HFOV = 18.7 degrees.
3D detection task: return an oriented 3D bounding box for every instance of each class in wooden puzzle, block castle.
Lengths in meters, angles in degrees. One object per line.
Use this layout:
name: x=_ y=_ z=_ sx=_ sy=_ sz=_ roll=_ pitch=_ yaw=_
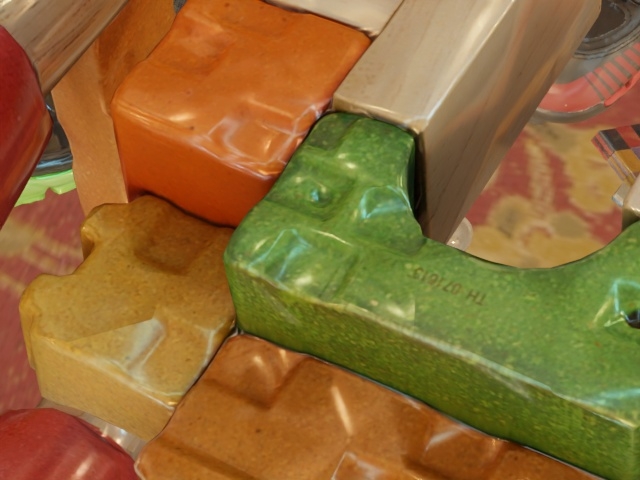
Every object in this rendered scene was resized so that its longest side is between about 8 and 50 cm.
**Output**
wooden puzzle: x=0.128 y=-0.022 z=0.704 sx=0.049 sy=0.083 sz=0.006 roll=56 pitch=130 yaw=21
block castle: x=0.061 y=0.078 z=0.562 sx=0.453 sy=0.303 sz=0.213 roll=21 pitch=56 yaw=22

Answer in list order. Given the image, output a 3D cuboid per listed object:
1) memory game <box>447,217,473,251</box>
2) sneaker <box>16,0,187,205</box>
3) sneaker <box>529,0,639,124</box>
memory game: x=0.019 y=-0.009 z=1.292 sx=0.186 sy=0.012 sz=0.186 roll=-10 pitch=119 yaw=-18
sneaker: x=-0.269 y=-0.136 z=1.452 sx=0.185 sy=0.483 sz=0.202 roll=31 pitch=132 yaw=29
sneaker: x=0.183 y=-0.187 z=1.039 sx=0.097 sy=0.135 sz=0.276 roll=35 pitch=86 yaw=5
